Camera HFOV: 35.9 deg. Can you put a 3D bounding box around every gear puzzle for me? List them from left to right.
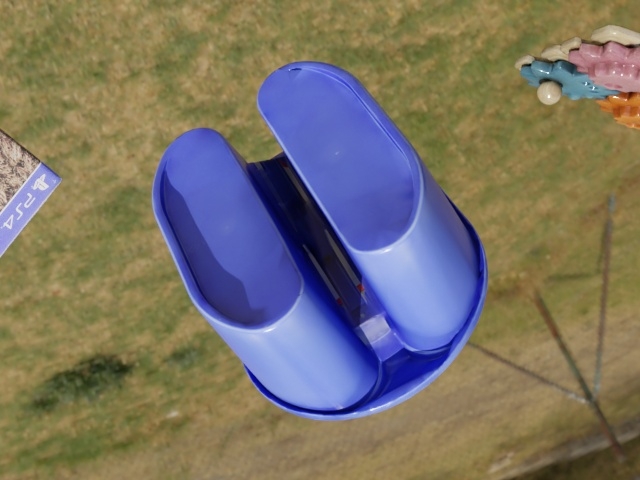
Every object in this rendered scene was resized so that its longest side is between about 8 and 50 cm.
[{"bbox_3d":[0.344,-0.104,0.868,0.339,0.044,0.175,15,176,-17],"label":"gear puzzle"}]

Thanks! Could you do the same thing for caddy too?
[{"bbox_3d":[0.000,0.000,0.896,0.241,0.341,0.179,-33,136,2],"label":"caddy"}]

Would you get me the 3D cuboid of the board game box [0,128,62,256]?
[{"bbox_3d":[-0.427,-0.062,0.868,0.291,0.141,0.232,42,79,-36],"label":"board game box"}]
